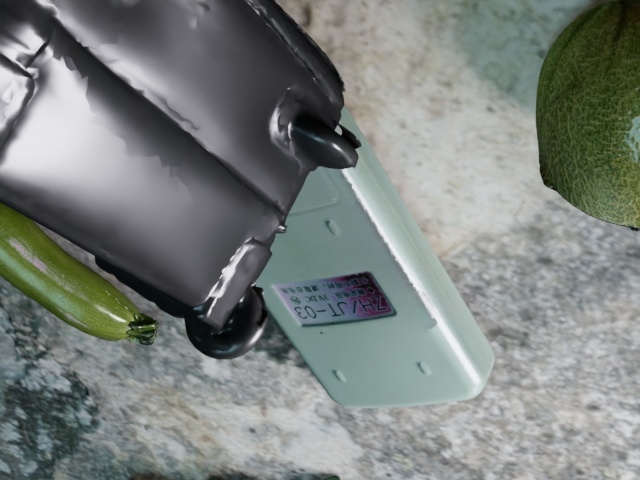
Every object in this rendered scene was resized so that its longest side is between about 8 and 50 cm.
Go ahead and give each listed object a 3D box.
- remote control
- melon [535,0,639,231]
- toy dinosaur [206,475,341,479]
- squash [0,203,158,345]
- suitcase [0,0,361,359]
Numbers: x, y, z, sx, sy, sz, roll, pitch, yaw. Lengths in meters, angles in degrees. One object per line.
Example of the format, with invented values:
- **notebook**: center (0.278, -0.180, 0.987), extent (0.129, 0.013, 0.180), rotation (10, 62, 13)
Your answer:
- **remote control**: center (0.000, 0.000, 0.971), extent (0.140, 0.056, 0.296), rotation (-11, 126, 34)
- **melon**: center (0.180, -0.068, 0.780), extent (0.160, 0.079, 0.128), rotation (2, 136, 27)
- **toy dinosaur**: center (-0.061, 0.248, 1.258), extent (0.292, 0.079, 0.120), rotation (16, 137, 18)
- **squash**: center (-0.206, 0.031, 1.126), extent (0.183, 0.052, 0.052), rotation (39, 139, -19)
- **suitcase**: center (-0.181, -0.107, 0.740), extent (0.339, 0.188, 0.345), rotation (25, 175, 27)
